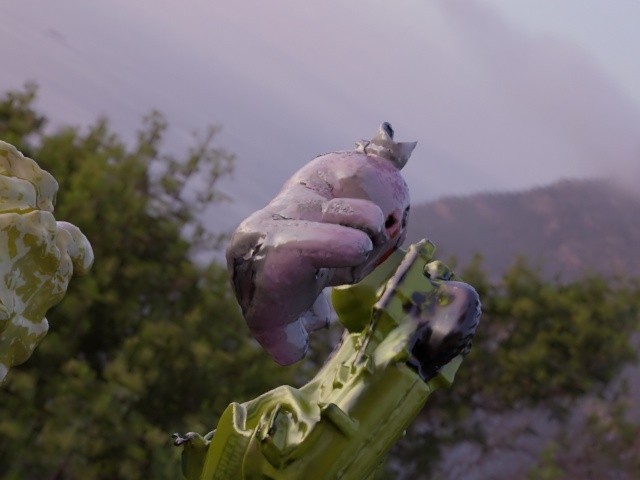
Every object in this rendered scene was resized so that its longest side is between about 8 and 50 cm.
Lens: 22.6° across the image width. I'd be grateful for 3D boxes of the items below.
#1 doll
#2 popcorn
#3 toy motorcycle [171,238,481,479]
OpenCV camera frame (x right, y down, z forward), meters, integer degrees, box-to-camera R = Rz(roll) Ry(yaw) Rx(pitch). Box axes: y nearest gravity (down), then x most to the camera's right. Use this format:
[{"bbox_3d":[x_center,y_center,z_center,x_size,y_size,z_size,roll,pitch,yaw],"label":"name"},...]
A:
[{"bbox_3d":[0.000,0.000,1.164,0.095,0.149,0.192,33,35,8],"label":"doll"},{"bbox_3d":[-0.347,0.025,1.447,0.242,0.235,0.250,25,41,15],"label":"popcorn"},{"bbox_3d":[0.002,0.156,1.380,0.206,0.342,0.142,20,-23,53],"label":"toy motorcycle"}]
